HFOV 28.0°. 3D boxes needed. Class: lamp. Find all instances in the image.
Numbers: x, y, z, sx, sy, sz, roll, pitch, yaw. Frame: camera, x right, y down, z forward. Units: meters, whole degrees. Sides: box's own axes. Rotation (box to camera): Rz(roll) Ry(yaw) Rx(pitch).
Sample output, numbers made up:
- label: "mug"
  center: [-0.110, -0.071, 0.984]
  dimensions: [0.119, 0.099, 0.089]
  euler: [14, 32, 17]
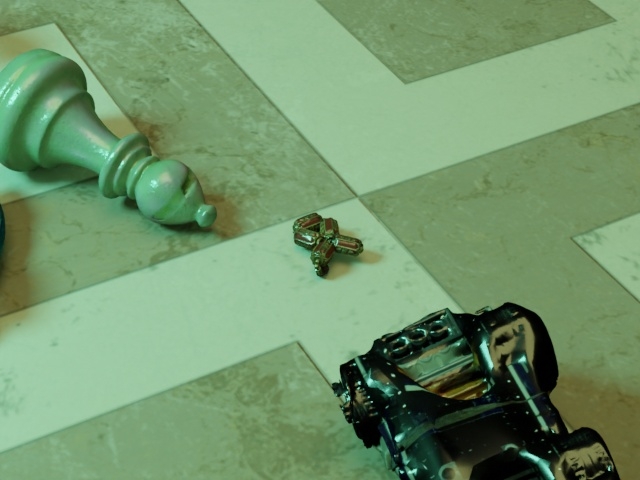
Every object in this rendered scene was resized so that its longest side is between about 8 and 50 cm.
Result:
- label: "lamp"
  center: [0.000, 0.000, 1.342]
  dimensions: [0.063, 0.031, 0.083]
  euler: [-20, 42, -26]

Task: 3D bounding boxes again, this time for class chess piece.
- label: "chess piece"
  center: [-0.224, -0.090, 1.381]
  dimensions: [0.271, 0.139, 0.139]
  euler: [30, 47, 15]

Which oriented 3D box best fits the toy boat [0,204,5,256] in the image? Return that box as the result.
- label: "toy boat"
  center: [-0.374, -0.008, 1.284]
  dimensions: [0.109, 0.098, 0.238]
  euler: [1, 40, -6]

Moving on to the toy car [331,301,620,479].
- label: "toy car"
  center: [0.127, 0.182, 1.066]
  dimensions: [0.193, 0.118, 0.301]
  euler: [-14, 43, -5]
